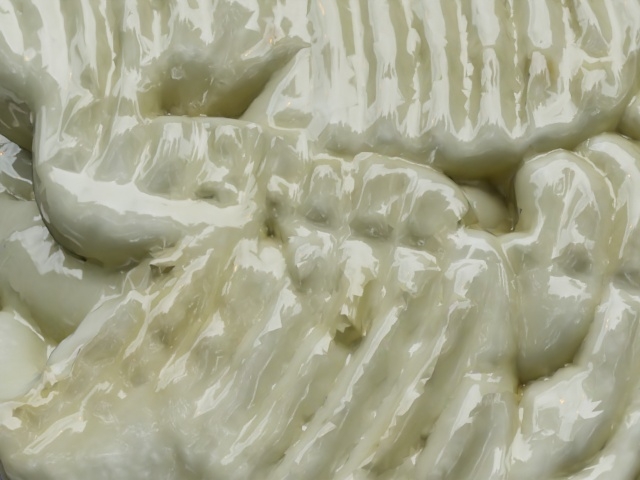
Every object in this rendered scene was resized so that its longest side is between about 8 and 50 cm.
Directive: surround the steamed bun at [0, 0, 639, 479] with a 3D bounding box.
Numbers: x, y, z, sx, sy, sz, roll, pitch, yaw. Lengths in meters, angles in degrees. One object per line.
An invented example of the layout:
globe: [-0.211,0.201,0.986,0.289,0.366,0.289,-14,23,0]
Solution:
steamed bun: [0.002,-0.003,0.526,0.289,0.203,0.276,32,72,20]
